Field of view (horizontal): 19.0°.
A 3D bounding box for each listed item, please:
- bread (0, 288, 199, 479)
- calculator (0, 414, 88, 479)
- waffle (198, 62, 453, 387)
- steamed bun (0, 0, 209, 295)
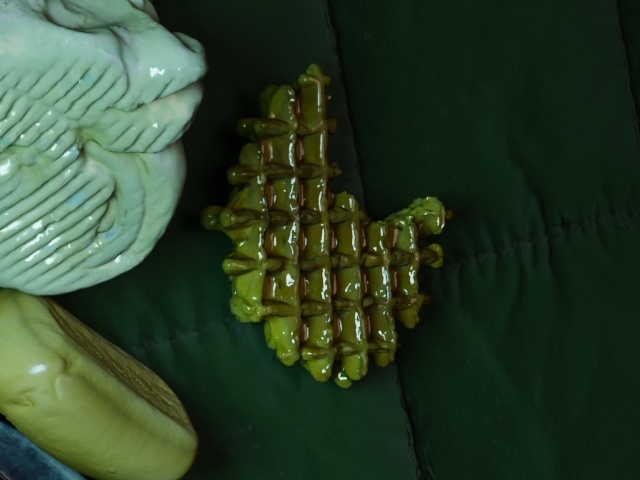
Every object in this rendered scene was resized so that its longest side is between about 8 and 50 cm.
[{"bbox_3d":[-0.201,0.130,1.586,0.098,0.147,0.217,-42,123,9],"label":"bread"},{"bbox_3d":[-0.252,0.253,1.579,0.268,0.040,0.177,44,55,-24],"label":"calculator"},{"bbox_3d":[0.000,0.000,1.840,0.293,0.069,0.260,47,57,-32],"label":"waffle"},{"bbox_3d":[-0.241,-0.109,1.509,0.280,0.268,0.207,6,41,-25],"label":"steamed bun"}]
